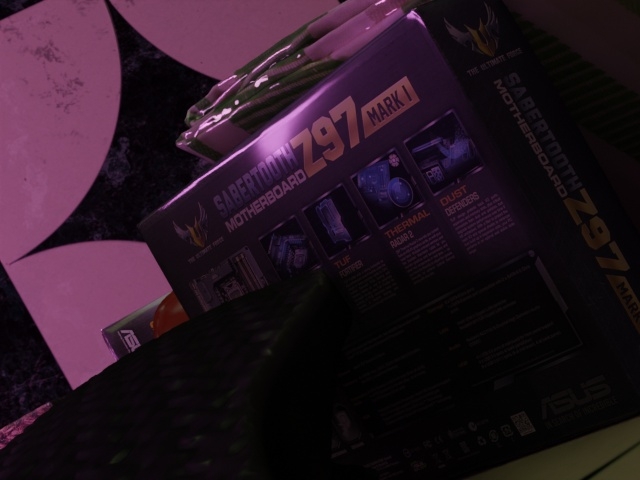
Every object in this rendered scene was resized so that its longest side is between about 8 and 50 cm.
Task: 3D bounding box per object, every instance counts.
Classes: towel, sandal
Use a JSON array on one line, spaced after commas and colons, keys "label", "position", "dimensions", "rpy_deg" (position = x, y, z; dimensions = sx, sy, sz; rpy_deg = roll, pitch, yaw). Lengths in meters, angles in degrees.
[{"label": "towel", "position": [0.115, -0.070, 0.645], "dimensions": [0.248, 0.038, 0.325], "rpy_deg": [27, -37, -31]}, {"label": "sandal", "position": [-0.049, 0.115, 0.415], "dimensions": [0.167, 0.107, 0.446], "rpy_deg": [-27, 11, 5]}]

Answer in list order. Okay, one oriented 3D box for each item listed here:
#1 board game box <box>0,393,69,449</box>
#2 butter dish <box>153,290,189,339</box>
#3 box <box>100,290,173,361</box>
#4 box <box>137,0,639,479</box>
[{"label": "board game box", "position": [-0.331, 0.279, 1.288], "dimensions": [0.291, 0.141, 0.232], "rpy_deg": [-30, -2, -2]}, {"label": "butter dish", "position": [-0.035, 0.065, 0.760], "dimensions": [0.160, 0.160, 0.118], "rpy_deg": [-31, -22, 23]}, {"label": "box", "position": [-0.054, 0.099, 1.039], "dimensions": [0.183, 0.056, 0.231], "rpy_deg": [-30, -32, -10]}, {"label": "box", "position": [0.032, 0.019, 0.608], "dimensions": [0.059, 0.183, 0.232], "rpy_deg": [-28, -3, -44]}]
